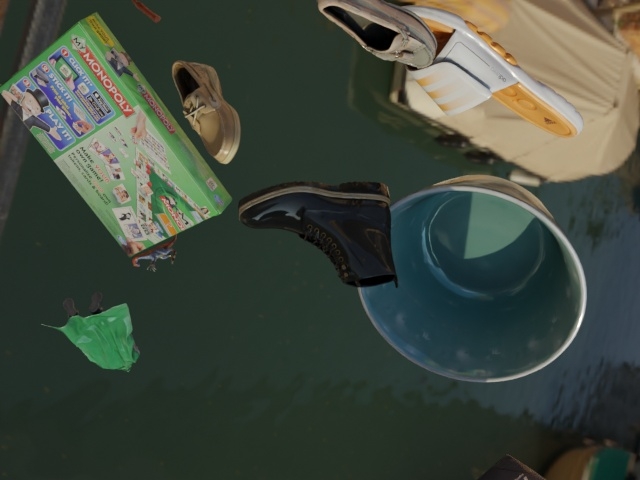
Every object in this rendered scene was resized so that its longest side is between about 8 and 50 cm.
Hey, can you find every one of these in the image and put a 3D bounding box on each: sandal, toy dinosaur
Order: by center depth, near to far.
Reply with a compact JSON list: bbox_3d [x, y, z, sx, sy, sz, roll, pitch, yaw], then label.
[{"bbox_3d":[0.178,-0.166,0.878,0.265,0.102,0.076,30,83,-15],"label":"sandal"},{"bbox_3d":[-0.333,0.029,1.583,0.082,0.047,0.090,8,60,-18],"label":"toy dinosaur"}]

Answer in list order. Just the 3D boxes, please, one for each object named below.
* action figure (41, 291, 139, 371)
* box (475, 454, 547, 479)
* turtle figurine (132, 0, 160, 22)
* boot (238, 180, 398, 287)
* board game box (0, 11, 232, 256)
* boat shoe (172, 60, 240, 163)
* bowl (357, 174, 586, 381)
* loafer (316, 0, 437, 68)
[{"bbox_3d":[-0.367,0.169,1.355,0.232,0.137,0.064,81,-1,-56],"label":"action figure"},{"bbox_3d":[0.100,0.461,0.875,0.394,0.097,0.318,-24,129,-37],"label":"box"},{"bbox_3d":[-0.312,-0.465,1.162,0.217,0.087,0.270,24,41,-66],"label":"turtle figurine"},{"bbox_3d":[0.000,0.000,0.993,0.077,0.197,0.137,96,-13,-66],"label":"boot"},{"bbox_3d":[-0.299,-0.140,1.150,0.317,0.213,0.046,56,37,-17],"label":"board game box"},{"bbox_3d":[-0.300,-0.328,2.008,0.110,0.341,0.122,11,130,-40],"label":"boat shoe"},{"bbox_3d":[0.223,0.031,1.131,0.163,0.311,0.312,-53,140,-55],"label":"bowl"},{"bbox_3d":[0.040,-0.156,0.586,0.125,0.045,0.039,27,56,-38],"label":"loafer"}]
